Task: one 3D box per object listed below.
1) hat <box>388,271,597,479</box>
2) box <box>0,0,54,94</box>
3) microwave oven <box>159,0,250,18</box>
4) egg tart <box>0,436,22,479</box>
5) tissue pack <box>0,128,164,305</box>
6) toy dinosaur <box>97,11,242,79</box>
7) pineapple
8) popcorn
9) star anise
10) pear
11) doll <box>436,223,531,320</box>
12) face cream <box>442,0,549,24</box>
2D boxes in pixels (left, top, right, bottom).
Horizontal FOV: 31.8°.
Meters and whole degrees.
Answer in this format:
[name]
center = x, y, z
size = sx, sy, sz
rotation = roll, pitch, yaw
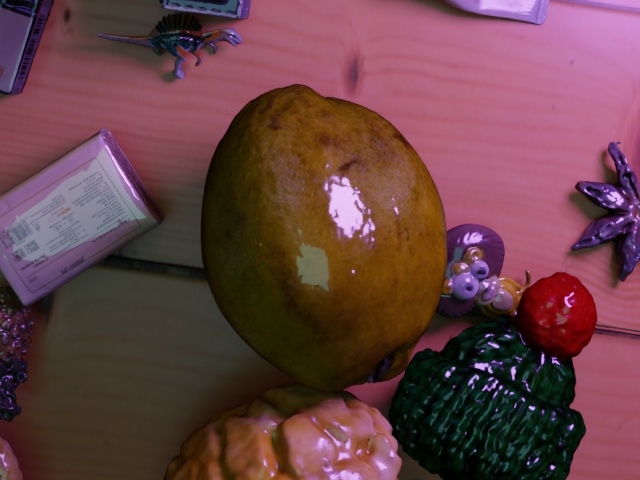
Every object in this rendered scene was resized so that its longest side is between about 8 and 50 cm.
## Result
[hat]
center = 0.269, 0.190, 1.611
size = 0.274, 0.242, 0.332
rotation = 24, 94, -32
[box]
center = -0.477, -0.383, 1.601
size = 0.198, 0.084, 0.310
rotation = 20, 97, -3
[microwave oven]
center = -0.154, -0.418, 1.561
size = 0.129, 0.163, 0.205
rotation = 8, 100, 1
[egg tart]
center = -0.582, 0.384, 1.677
size = 0.319, 0.128, 0.319
rotation = 0, 95, 1
[tissue pack]
center = -0.366, -0.033, 1.626
size = 0.234, 0.125, 0.159
rotation = -33, 97, 3
[toy dinosaur]
center = -0.211, -0.292, 1.607
size = 0.187, 0.044, 0.106
rotation = 22, 139, -27
[pineapple]
center = -0.465, 0.168, 1.642
size = 0.108, 0.108, 0.197
rotation = -8, 80, 1
[popcorn]
center = -0.059, 0.395, 1.567
size = 0.354, 0.344, 0.390
rotation = 1, 118, -3
[star anise]
center = 0.465, -0.025, 1.663
size = 0.208, 0.063, 0.172
rotation = 35, 97, -5
[pear]
center = 0.000, 0.000, 1.531
size = 0.352, 0.352, 0.413
rotation = -13, 86, 1
[doll]
center = 0.237, 0.051, 1.659
size = 0.188, 0.096, 0.145
rotation = 11, 105, -12
[face cream]
center = 0.230, -0.384, 1.622
size = 0.224, 0.070, 0.114
rotation = 6, 97, -10
